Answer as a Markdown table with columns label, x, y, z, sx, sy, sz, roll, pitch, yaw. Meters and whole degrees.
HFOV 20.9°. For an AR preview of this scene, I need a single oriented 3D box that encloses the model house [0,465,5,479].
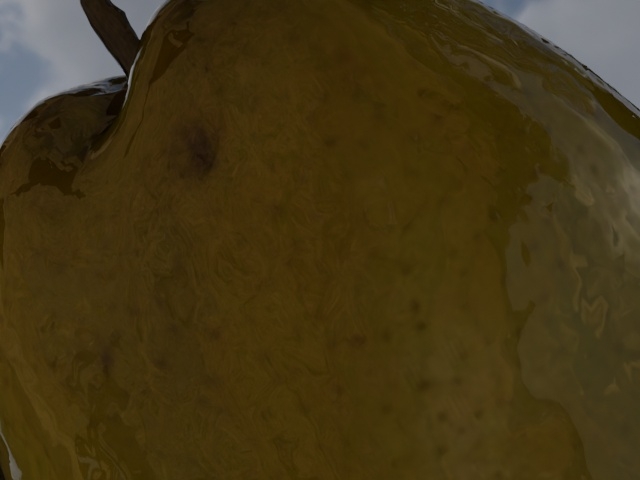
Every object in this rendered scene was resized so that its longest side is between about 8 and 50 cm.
| label | x | y | z | sx | sy | sz | roll | pitch | yaw |
| --- | --- | --- | --- | --- | --- | --- | --- | --- | --- |
| model house | -0.219 | 0.100 | 0.786 | 0.152 | 0.165 | 0.106 | 64 | -19 | 15 |

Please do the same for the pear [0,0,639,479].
| label | x | y | z | sx | sy | sz | roll | pitch | yaw |
| --- | --- | --- | --- | --- | --- | --- | --- | --- | --- |
| pear | -0.002 | 0.001 | 0.509 | 0.267 | 0.178 | 0.267 | -18 | -146 | 13 |
